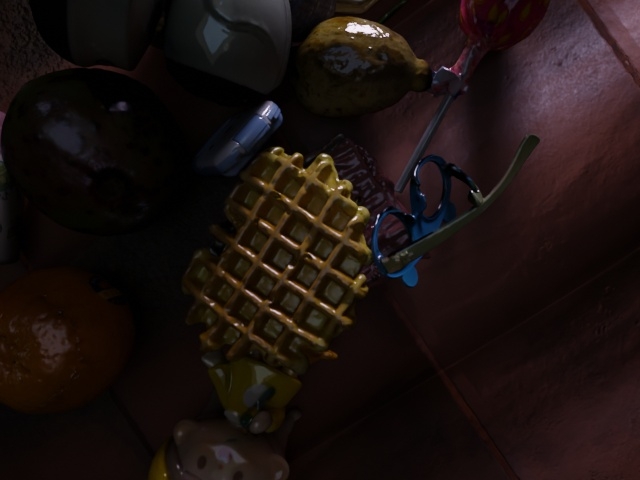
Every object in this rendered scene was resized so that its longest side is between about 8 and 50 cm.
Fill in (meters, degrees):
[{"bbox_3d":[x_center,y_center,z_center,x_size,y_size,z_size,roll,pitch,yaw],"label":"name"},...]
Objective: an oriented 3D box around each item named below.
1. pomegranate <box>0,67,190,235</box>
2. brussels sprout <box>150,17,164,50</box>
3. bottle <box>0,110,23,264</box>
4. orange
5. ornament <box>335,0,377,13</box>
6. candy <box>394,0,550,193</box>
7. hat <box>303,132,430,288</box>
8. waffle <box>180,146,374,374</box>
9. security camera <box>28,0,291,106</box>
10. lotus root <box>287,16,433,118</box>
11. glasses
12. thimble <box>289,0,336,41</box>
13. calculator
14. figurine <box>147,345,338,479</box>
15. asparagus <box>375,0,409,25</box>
[{"bbox_3d":[-0.336,-0.128,0.613,0.306,0.242,0.242,15,95,49],"label":"pomegranate"},{"bbox_3d":[-0.233,-0.371,0.622,0.149,0.122,0.152,27,96,-21],"label":"brussels sprout"},{"bbox_3d":[-0.556,-0.089,0.660,0.120,0.120,0.253,4,92,5],"label":"bottle"},{"bbox_3d":[-0.398,0.149,0.620,0.219,0.193,0.219,1,83,-7],"label":"orange"},{"bbox_3d":[0.083,-0.457,0.623,0.180,0.059,0.201,5,95,4],"label":"ornament"},{"bbox_3d":[0.206,-0.234,0.605,0.124,0.124,0.365,28,105,4],"label":"candy"},{"bbox_3d":[0.000,0.000,0.617,0.286,0.107,0.237,-35,87,3],"label":"hat"},{"bbox_3d":[-0.068,0.025,0.540,0.283,0.065,0.309,-13,79,12],"label":"waffle"},{"bbox_3d":[-0.171,-0.278,0.501,0.277,0.197,0.191,13,102,-21],"label":"security camera"},{"bbox_3d":[0.055,-0.250,0.591,0.214,0.138,0.138,3,92,10],"label":"lotus root"},{"bbox_3d":[0.162,-0.065,0.526,0.102,0.207,0.239,38,53,4],"label":"glasses"},{"bbox_3d":[-0.051,-0.371,0.591,0.150,0.098,0.150,14,116,29],"label":"thimble"},{"bbox_3d":[-0.128,-0.142,0.589,0.039,0.210,0.121,46,77,-26],"label":"calculator"},{"bbox_3d":[-0.114,0.293,0.608,0.215,0.187,0.344,26,88,13],"label":"figurine"},{"bbox_3d":[0.128,-0.371,0.640,0.114,0.014,0.015,-39,122,6],"label":"asparagus"}]
